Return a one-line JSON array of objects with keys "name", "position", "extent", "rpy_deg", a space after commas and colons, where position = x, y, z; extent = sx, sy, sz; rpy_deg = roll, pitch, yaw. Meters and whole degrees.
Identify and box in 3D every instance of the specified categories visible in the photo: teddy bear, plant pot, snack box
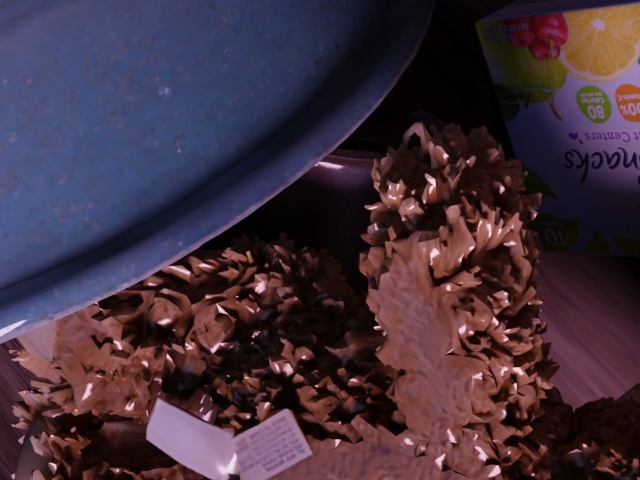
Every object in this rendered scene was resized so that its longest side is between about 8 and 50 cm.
[{"name": "teddy bear", "position": [0.022, 0.076, 0.543], "extent": [0.338, 0.113, 0.245], "rpy_deg": [-5, 105, 28]}, {"name": "plant pot", "position": [-0.173, -0.177, 0.511], "extent": [0.341, 0.341, 0.334], "rpy_deg": [13, 135, 48]}, {"name": "plant pot", "position": [0.000, 0.000, 0.645], "extent": [0.167, 0.167, 0.165], "rpy_deg": [36, 132, 31]}, {"name": "snack box", "position": [0.129, -0.044, 0.538], "extent": [0.141, 0.037, 0.100], "rpy_deg": [3, 119, 52]}]
